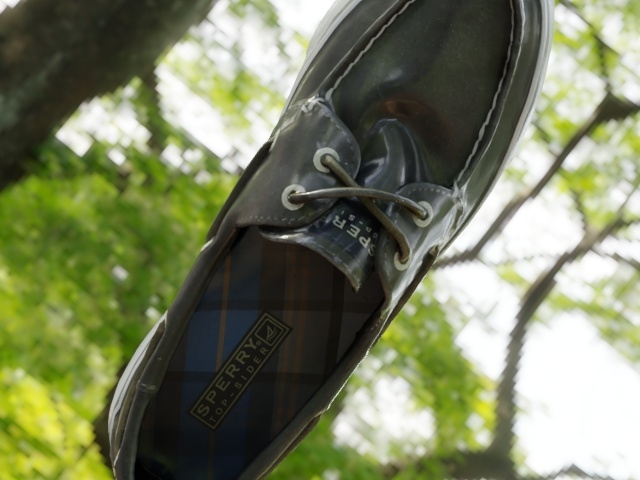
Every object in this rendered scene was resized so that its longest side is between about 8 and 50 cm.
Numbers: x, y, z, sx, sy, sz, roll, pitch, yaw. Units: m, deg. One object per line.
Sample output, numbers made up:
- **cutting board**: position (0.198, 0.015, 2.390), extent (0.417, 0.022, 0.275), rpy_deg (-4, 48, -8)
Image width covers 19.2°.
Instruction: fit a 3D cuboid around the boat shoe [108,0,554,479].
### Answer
- **boat shoe**: position (0.000, 0.000, 0.608), extent (0.080, 0.228, 0.076), rpy_deg (36, 14, -9)
